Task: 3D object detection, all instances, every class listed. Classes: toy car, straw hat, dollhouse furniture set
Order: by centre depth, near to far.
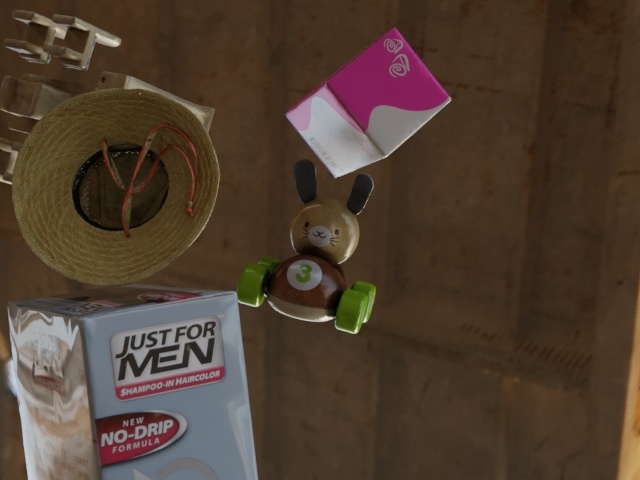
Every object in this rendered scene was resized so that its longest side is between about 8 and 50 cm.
[{"bbox_3d":[-0.136,-0.035,0.801,0.144,0.061,0.144,0,-93,5],"label":"straw hat"},{"bbox_3d":[0.000,0.000,1.419,0.155,0.149,0.188,14,-82,9],"label":"toy car"},{"bbox_3d":[-0.282,-0.151,1.423,0.242,0.161,0.212,15,-92,35],"label":"dollhouse furniture set"}]

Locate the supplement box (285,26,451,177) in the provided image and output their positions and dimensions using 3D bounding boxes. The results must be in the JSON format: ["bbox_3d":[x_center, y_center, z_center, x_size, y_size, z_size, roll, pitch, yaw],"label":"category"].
[{"bbox_3d":[0.052,-0.162,1.392,0.111,0.114,0.220,51,-12,-7],"label":"supplement box"}]

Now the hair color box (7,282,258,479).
[{"bbox_3d":[-0.123,0.223,0.807,0.185,0.114,0.374,0,-82,60],"label":"hair color box"}]
